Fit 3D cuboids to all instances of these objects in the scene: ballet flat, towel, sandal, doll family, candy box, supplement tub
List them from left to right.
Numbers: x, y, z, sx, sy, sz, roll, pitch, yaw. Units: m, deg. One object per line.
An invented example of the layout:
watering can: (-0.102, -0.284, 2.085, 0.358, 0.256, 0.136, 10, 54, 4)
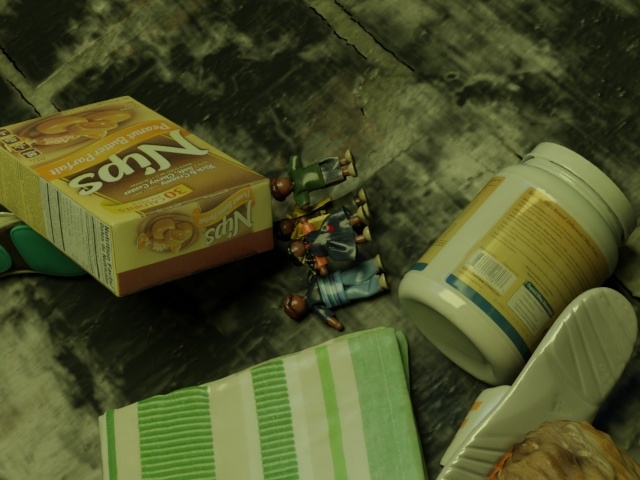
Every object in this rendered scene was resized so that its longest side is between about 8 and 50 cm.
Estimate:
ballet flat: (-0.331, -0.004, 2.054, 0.248, 0.086, 0.086, -5, 52, 25)
candy box: (-0.207, -0.055, 1.936, 0.183, 0.087, 0.316, -18, 28, -28)
towel: (-0.058, 0.222, 1.749, 0.325, 0.038, 0.248, -18, 49, 12)
doll family: (0.000, 0.000, 1.872, 0.111, 0.076, 0.193, -18, 50, 8)
supplement tub: (0.184, 0.021, 1.702, 0.199, 0.144, 0.144, -47, 47, -13)
sandal: (0.188, 0.158, 1.627, 0.265, 0.102, 0.076, -53, 14, -7)

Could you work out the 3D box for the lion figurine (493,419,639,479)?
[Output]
lion figurine: (0.134, 0.326, 1.478, 0.392, 0.142, 0.240, -38, 54, -9)
